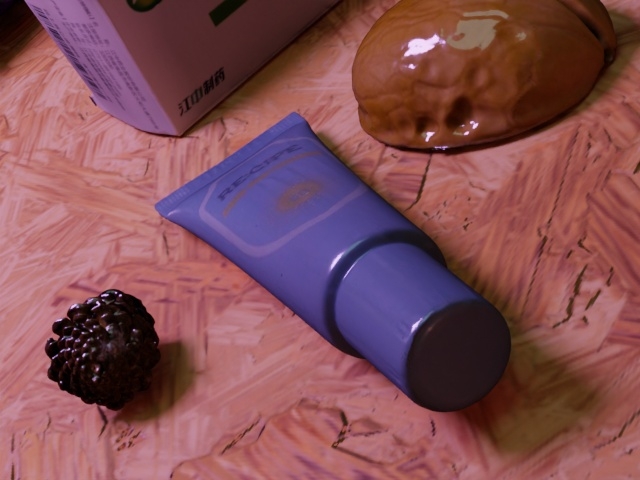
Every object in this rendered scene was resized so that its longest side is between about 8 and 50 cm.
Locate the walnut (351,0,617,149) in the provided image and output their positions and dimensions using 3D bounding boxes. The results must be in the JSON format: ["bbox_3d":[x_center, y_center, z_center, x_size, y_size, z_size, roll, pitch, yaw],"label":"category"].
[{"bbox_3d":[0.106,-0.148,0.986,0.211,0.087,0.167,-11,42,25],"label":"walnut"}]

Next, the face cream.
[{"bbox_3d":[0.000,0.000,0.880,0.135,0.086,0.385,-35,30,-9],"label":"face cream"}]

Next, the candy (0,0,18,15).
[{"bbox_3d":[-0.403,-0.308,1.575,0.275,0.070,0.145,4,40,44],"label":"candy"}]

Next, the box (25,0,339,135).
[{"bbox_3d":[-0.094,-0.262,1.197,0.333,0.173,0.145,-42,36,-18],"label":"box"}]

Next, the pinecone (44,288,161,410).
[{"bbox_3d":[-0.144,0.072,0.899,0.077,0.077,0.083,-23,10,8],"label":"pinecone"}]
